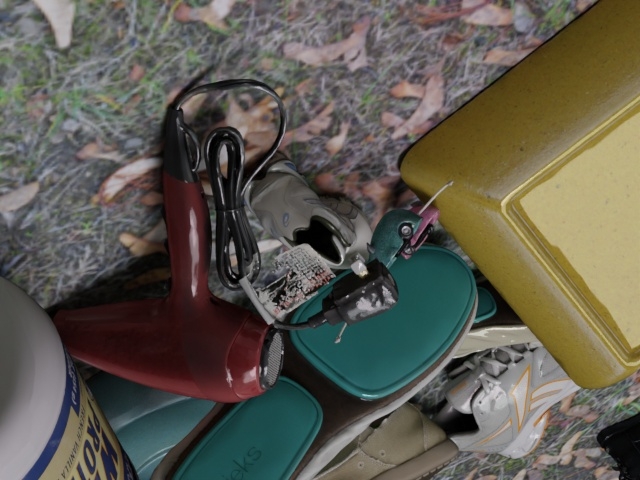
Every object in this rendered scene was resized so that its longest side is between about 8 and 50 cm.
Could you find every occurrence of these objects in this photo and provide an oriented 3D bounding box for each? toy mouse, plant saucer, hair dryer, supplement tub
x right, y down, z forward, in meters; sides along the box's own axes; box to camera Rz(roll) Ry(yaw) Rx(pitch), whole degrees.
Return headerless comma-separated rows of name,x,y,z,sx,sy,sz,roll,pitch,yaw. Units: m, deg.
toy mouse,0.065,-0.002,1.212,0.143,0.031,0.161,-60,168,29
plant saucer,0.293,-0.041,1.257,0.332,0.081,0.333,-37,119,9
hair dryer,-0.097,0.022,1.139,0.293,0.224,0.080,-34,-178,22
plant saucer,-0.145,0.215,1.387,0.317,0.044,0.318,-19,142,-15
supplement tub,-0.266,0.193,1.113,0.228,0.228,0.316,-26,141,-7

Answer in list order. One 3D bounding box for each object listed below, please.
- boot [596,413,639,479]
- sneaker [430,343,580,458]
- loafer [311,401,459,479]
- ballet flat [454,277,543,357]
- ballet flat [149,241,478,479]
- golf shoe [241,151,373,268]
boot,0.412,0.264,1.779,0.121,0.099,0.045,-20,143,-14
sneaker,0.197,0.138,1.494,0.121,0.099,0.262,-1,132,-26
loafer,0.019,0.239,1.459,0.268,0.092,0.102,-18,156,-38
ballet flat,0.177,0.073,1.396,0.248,0.086,0.086,-9,141,-2
ballet flat,-0.014,0.142,1.260,0.400,0.139,0.139,-43,153,-35
golf shoe,0.000,0.000,1.203,0.069,0.086,0.176,-43,143,13
